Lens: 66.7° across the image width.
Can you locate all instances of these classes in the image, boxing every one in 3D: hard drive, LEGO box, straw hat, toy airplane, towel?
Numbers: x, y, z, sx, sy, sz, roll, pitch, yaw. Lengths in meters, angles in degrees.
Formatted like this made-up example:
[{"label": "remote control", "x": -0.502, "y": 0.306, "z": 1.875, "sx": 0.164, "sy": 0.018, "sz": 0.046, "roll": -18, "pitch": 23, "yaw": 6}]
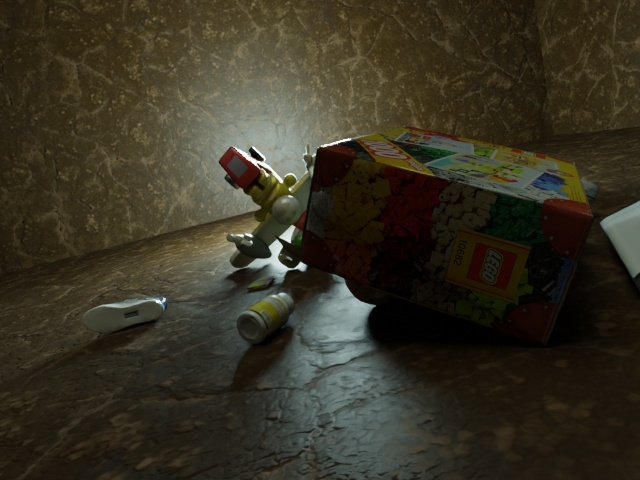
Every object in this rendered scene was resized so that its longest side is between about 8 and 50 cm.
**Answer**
[{"label": "hard drive", "x": 0.611, "y": -0.031, "z": 0.804, "sx": 0.233, "sy": 0.047, "sz": 0.353, "roll": -32, "pitch": 2, "yaw": 27}, {"label": "LEGO box", "x": 0.244, "y": -0.062, "z": 0.874, "sx": 0.372, "sy": 0.193, "sz": 0.500, "roll": 17, "pitch": 22, "yaw": 19}, {"label": "straw hat", "x": -0.087, "y": 0.047, "z": 1.385, "sx": 0.061, "sy": 0.144, "sz": 0.144, "roll": -58, "pitch": 21, "yaw": -7}, {"label": "toy airplane", "x": -0.106, "y": -0.101, "z": 1.500, "sx": 0.384, "sy": 0.386, "sz": 0.272, "roll": -5, "pitch": 22, "yaw": -13}, {"label": "towel", "x": -0.155, "y": 0.112, "z": 1.284, "sx": 0.060, "sy": 0.009, "sz": 0.083, "roll": -11, "pitch": 10, "yaw": 14}]

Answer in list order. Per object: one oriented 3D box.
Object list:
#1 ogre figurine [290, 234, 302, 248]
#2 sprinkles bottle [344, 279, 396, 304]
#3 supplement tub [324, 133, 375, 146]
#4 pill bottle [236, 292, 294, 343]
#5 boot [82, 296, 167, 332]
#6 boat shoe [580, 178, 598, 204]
[{"label": "ogre figurine", "x": 0.000, "y": 0.000, "z": 1.404, "sx": 0.197, "sy": 0.097, "sz": 0.118, "roll": 12, "pitch": 1, "yaw": 44}, {"label": "sprinkles bottle", "x": 0.159, "y": 0.022, "z": 1.066, "sx": 0.121, "sy": 0.121, "sz": 0.355, "roll": -9, "pitch": 12, "yaw": 24}, {"label": "supplement tub", "x": 0.142, "y": -0.224, "z": 1.823, "sx": 0.228, "sy": 0.316, "sz": 0.228, "roll": -13, "pitch": 11, "yaw": 3}, {"label": "pill bottle", "x": -0.099, "y": 0.142, "z": 0.917, "sx": 0.065, "sy": 0.065, "sz": 0.116, "roll": -7, "pitch": 12, "yaw": 32}, {"label": "boot", "x": -0.478, "y": 0.181, "z": 1.207, "sx": 0.190, "sy": 0.069, "sz": 0.086, "roll": -6, "pitch": 3, "yaw": -7}, {"label": "boat shoe", "x": 0.607, "y": -0.117, "z": 1.297, "sx": 0.109, "sy": 0.094, "sz": 0.302, "roll": 24, "pitch": 5, "yaw": -5}]
